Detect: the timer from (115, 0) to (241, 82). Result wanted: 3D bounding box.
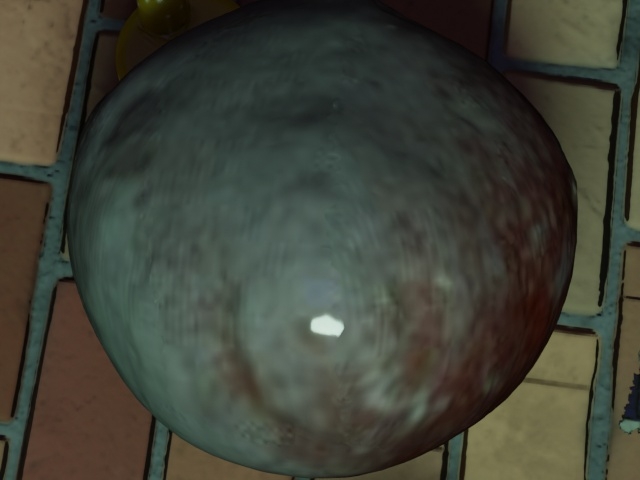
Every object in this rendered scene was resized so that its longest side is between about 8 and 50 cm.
[{"bbox_3d":[-0.093,-0.130,1.245,0.107,0.109,0.107,0,73,-1],"label":"timer"}]

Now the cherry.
[{"bbox_3d":[-0.013,-0.004,1.102,0.326,0.291,0.335,26,32,20],"label":"cherry"}]

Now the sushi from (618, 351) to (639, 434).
[{"bbox_3d":[0.335,0.070,1.230,0.210,0.040,0.192,17,73,4],"label":"sushi"}]
